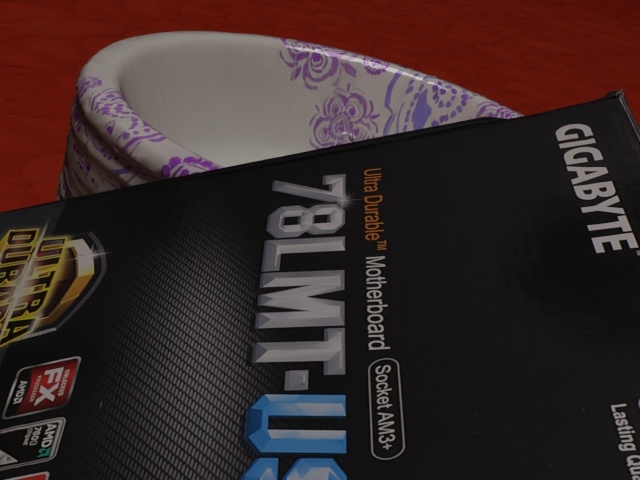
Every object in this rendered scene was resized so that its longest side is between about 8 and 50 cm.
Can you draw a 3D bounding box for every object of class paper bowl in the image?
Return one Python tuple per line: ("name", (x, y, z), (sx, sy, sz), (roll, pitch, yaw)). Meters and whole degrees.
("paper bowl", (0.000, 0.000, 0.667), (0.284, 0.148, 0.284), (13, 22, -6))

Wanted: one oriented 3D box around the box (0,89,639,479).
("box", (-0.020, 0.067, 0.382), (0.293, 0.073, 0.295), (-12, 30, 9))
